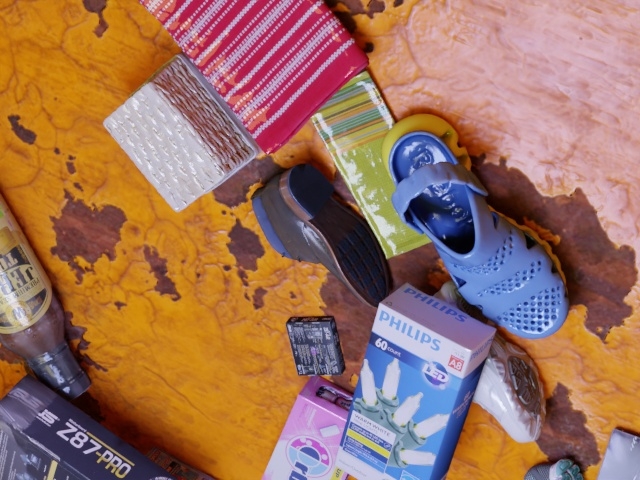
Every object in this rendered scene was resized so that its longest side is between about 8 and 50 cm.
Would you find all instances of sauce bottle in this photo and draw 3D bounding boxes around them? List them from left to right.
[{"bbox_3d":[-0.436,0.075,1.944,0.111,0.111,0.344,-20,107,29],"label":"sauce bottle"}]

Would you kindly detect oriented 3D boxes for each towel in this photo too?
[{"bbox_3d":[-0.088,-0.261,1.665,0.199,0.031,0.275,-39,90,32],"label":"towel"},{"bbox_3d":[0.069,-0.093,1.703,0.102,0.021,0.237,-21,105,30],"label":"towel"}]

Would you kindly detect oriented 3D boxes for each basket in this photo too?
[{"bbox_3d":[-0.177,-0.134,1.735,0.113,0.103,0.167,-35,99,33],"label":"basket"}]

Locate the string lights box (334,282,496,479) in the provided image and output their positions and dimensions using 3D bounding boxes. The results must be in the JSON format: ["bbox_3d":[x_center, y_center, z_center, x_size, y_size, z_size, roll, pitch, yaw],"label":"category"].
[{"bbox_3d":[0.116,0.199,1.711,0.133,0.077,0.259,27,122,22],"label":"string lights box"}]

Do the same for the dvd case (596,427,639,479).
[{"bbox_3d":[0.419,0.369,1.735,0.164,0.018,0.221,18,97,16],"label":"dvd case"}]

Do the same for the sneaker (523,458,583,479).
[{"bbox_3d":[0.321,0.362,1.810,0.076,0.065,0.166,-6,110,42],"label":"sneaker"}]

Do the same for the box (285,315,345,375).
[{"bbox_3d":[-0.007,0.144,1.852,0.067,0.018,0.083,-4,113,24],"label":"box"}]

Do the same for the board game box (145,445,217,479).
[{"bbox_3d":[-0.207,0.411,2.042,0.194,0.060,0.194,39,127,5],"label":"board game box"}]

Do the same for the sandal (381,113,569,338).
[{"bbox_3d":[0.179,0.000,1.628,0.126,0.138,0.317,-40,99,19],"label":"sandal"}]

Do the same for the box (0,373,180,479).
[{"bbox_3d":[-0.362,0.417,2.024,0.318,0.097,0.395,32,137,9],"label":"box"}]

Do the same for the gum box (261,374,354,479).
[{"bbox_3d":[0.000,0.284,1.893,0.107,0.062,0.188,27,122,8],"label":"gum box"}]

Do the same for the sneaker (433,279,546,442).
[{"bbox_3d":[0.198,0.165,1.749,0.115,0.090,0.232,-33,90,38],"label":"sneaker"}]

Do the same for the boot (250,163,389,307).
[{"bbox_3d":[0.000,0.000,1.762,0.106,0.082,0.219,-15,114,51],"label":"boot"}]
